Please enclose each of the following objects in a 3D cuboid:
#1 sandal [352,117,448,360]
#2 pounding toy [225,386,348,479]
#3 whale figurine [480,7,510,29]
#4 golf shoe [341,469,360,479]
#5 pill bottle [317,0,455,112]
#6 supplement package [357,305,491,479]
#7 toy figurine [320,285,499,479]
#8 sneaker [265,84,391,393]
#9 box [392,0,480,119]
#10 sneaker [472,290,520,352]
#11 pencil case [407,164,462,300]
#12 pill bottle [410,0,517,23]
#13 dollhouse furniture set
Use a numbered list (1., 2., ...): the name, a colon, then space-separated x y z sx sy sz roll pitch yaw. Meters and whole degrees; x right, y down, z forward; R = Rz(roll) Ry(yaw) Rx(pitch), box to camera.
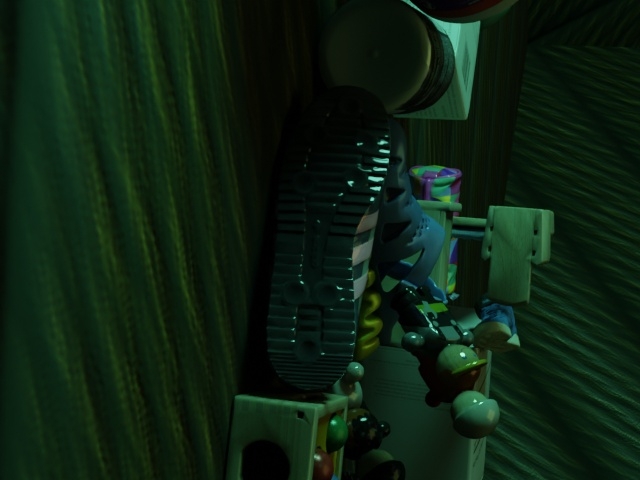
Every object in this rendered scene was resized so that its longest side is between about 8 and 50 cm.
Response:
1. sandal: 0.085 -0.005 1.086 0.126 0.138 0.317 -115 -162 -52
2. pounding toy: -0.038 0.253 0.862 0.181 0.094 0.205 18 77 -74
3. whale figurine: 0.312 -0.517 1.748 0.272 0.141 0.216 -68 157 -46
4. golf shoe: 0.000 0.366 1.097 0.198 0.077 0.093 -61 166 -46
5. pill bottle: 0.090 -0.216 1.093 0.246 0.131 0.130 -23 117 -72
6. supplement package: 0.164 0.261 1.411 0.175 0.178 0.292 -37 130 -67
7. toy figurine: 0.092 0.178 1.044 0.148 0.213 0.209 59 -6 33
8. sneaker: 0.000 0.000 0.942 0.131 0.112 0.318 101 2 -75
9. box: 0.158 -0.295 1.324 0.181 0.119 0.181 56 41 -65
10. sneaker: 0.240 0.106 1.278 0.152 0.058 0.084 27 49 -61
11. pencil case: 0.194 -0.012 1.584 0.104 0.105 0.236 -35 127 -69
12. pill bottle: 0.089 -0.353 0.868 0.323 0.182 0.181 25 70 -51
13. dollhouse furniture set: 0.210 0.047 1.311 0.303 0.287 0.198 -1 96 -62
